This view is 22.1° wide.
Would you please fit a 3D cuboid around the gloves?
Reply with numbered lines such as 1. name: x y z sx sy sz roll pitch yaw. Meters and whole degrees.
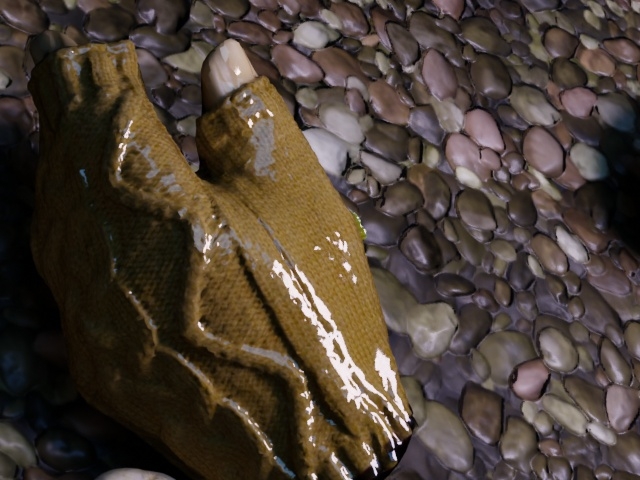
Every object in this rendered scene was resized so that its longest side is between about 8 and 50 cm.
1. gloves: -0.079 0.016 1.013 0.356 0.203 0.155 58 27 9

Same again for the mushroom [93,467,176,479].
1. mushroom: -0.110 0.175 0.981 0.084 0.067 0.083 11 60 -20

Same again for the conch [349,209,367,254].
1. conch: 0.000 0.000 1.158 0.121 0.074 0.089 1 94 -55
